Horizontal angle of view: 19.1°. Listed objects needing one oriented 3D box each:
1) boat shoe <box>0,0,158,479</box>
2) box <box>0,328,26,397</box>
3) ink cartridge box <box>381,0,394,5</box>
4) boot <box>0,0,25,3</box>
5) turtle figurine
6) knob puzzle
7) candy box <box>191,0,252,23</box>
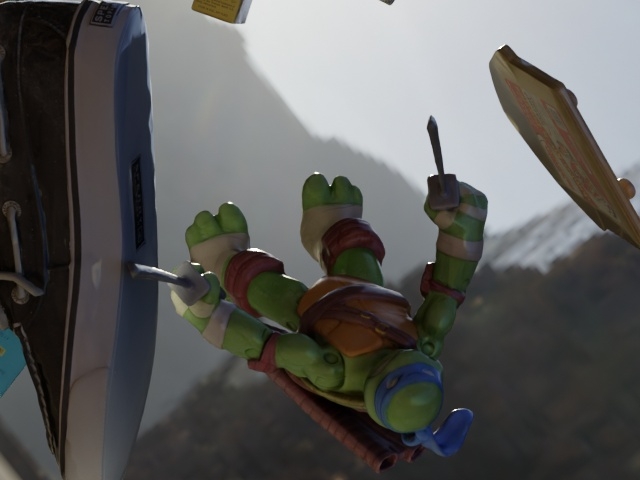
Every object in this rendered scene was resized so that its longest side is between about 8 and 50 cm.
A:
[{"bbox_3d":[-0.162,0.007,1.154,0.113,0.105,0.306,-60,152,-68],"label":"boat shoe"},{"bbox_3d":[-0.369,0.160,1.691,0.100,0.244,0.060,41,-12,-23],"label":"box"},{"bbox_3d":[-0.005,-0.299,1.579,0.154,0.093,0.212,30,-4,22],"label":"ink cartridge box"},{"bbox_3d":[-0.293,-0.243,1.596,0.262,0.095,0.203,35,26,25],"label":"boot"},{"bbox_3d":[0.000,0.000,1.273,0.274,0.198,0.266,43,-1,-26],"label":"turtle figurine"},{"bbox_3d":[0.201,-0.089,1.576,0.213,0.030,0.213,53,-4,6],"label":"knob puzzle"},{"bbox_3d":[-0.081,-0.328,2.042,0.053,0.187,0.109,20,7,2],"label":"candy box"}]
